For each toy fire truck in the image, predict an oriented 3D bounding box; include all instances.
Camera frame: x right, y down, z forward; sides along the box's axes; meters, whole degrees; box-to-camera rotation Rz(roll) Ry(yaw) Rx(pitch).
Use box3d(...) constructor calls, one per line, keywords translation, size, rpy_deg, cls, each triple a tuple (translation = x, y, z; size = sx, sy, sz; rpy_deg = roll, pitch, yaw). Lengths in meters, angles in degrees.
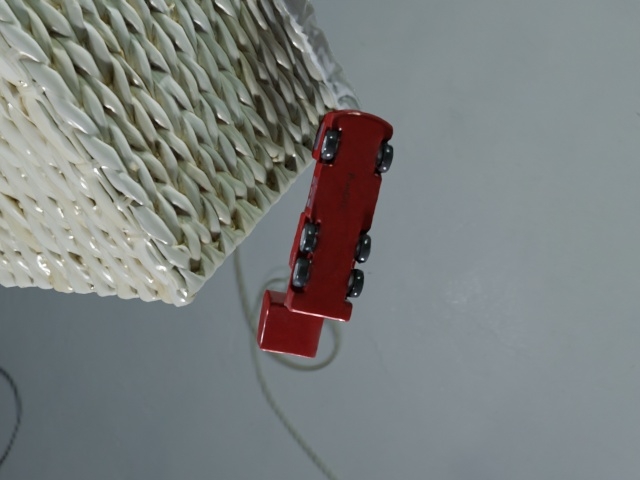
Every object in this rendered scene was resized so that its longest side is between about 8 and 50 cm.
box3d(translation=(0.000, 0.000, 0.677), size=(0.047, 0.135, 0.192), rpy_deg=(11, 96, -11), cls="toy fire truck")

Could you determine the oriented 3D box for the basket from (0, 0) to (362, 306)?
box3d(translation=(-0.207, -0.152, 0.794), size=(0.328, 0.331, 0.266), rpy_deg=(2, 44, 42), cls="basket")
